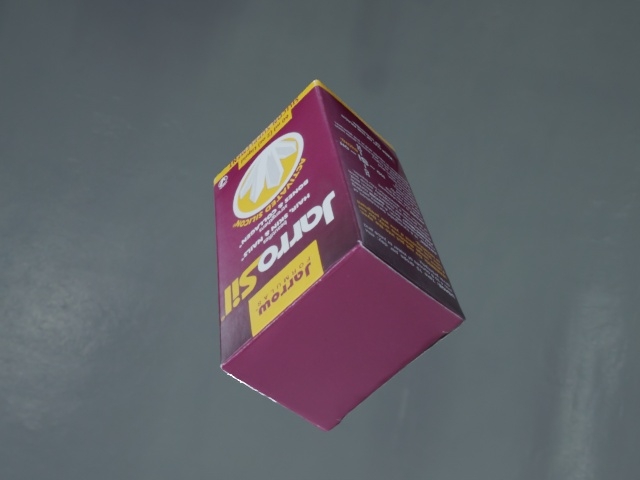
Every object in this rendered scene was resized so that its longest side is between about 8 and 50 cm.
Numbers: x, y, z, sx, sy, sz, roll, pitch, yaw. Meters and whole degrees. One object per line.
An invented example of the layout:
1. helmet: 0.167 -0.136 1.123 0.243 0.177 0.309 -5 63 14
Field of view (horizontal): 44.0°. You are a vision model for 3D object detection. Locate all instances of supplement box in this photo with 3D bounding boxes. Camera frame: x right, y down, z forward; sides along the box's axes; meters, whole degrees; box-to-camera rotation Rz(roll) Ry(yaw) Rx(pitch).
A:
1. supplement box: 0.000 0.000 0.469 0.104 0.081 0.188 -42 31 20
